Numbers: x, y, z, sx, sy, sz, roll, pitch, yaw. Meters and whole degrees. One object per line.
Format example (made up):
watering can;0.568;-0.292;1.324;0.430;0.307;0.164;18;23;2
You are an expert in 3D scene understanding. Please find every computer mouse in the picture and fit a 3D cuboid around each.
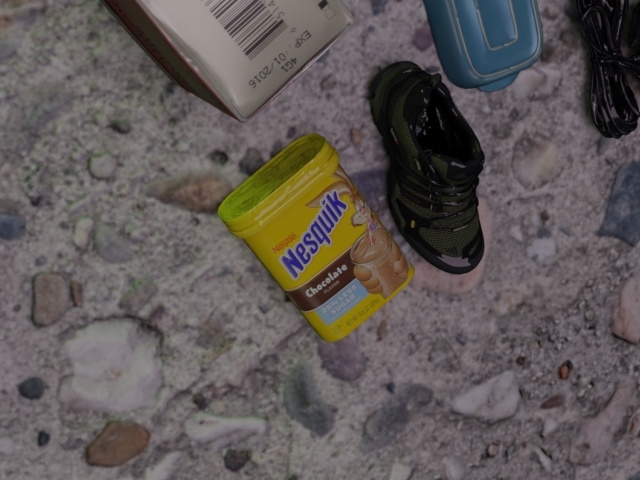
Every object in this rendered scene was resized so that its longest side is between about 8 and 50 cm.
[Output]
computer mouse;0.395;-0.229;1.347;0.272;0.072;0.188;-15;110;-3

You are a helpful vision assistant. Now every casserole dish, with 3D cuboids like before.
casserole dish;0.163;-0.236;1.274;0.114;0.037;0.188;-22;109;-14

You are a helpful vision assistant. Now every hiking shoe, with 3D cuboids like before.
hiking shoe;0.114;-0.060;1.256;0.086;0.114;0.227;-26;111;-12

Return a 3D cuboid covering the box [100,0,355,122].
box;-0.095;-0.206;1.079;0.127;0.232;0.148;-43;113;-5

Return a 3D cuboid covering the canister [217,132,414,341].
canister;0.000;0.000;1.254;0.126;0.073;0.170;-40;114;-6
